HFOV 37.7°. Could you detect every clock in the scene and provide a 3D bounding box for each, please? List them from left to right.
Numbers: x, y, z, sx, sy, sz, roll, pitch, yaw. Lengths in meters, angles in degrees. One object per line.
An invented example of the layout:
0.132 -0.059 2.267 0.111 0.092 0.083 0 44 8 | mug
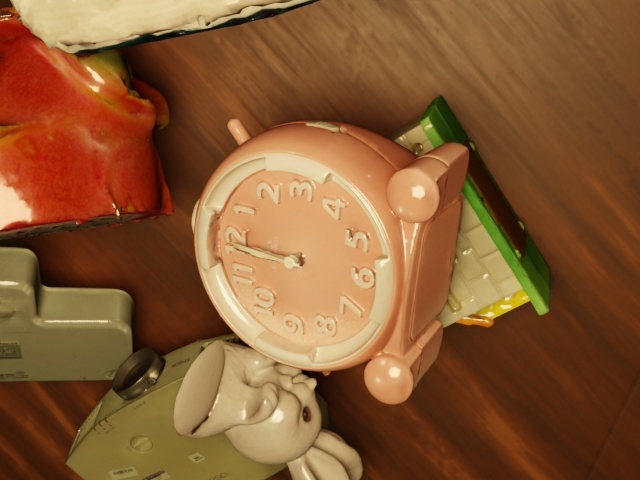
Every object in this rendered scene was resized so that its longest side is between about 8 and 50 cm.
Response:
0.000 0.000 0.845 0.241 0.142 0.227 14 114 21 | clock
0.068 0.015 0.957 0.255 0.106 0.219 -29 102 23 | clock

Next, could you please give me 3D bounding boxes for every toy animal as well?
-0.023 0.185 0.928 0.221 0.103 0.131 32 112 -20 | toy animal

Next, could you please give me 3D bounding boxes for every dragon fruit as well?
-0.291 -0.110 0.877 0.306 0.305 0.225 -6 93 12 | dragon fruit

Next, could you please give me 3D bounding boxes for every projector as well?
-0.146 0.201 1.045 0.270 0.088 0.193 -30 118 18 | projector

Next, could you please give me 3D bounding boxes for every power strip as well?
-0.331 0.081 0.994 0.265 0.059 0.193 2 142 -10 | power strip

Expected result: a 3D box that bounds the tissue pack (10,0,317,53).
-0.051 -0.315 0.680 0.264 0.416 0.253 -11 112 17 | tissue pack
